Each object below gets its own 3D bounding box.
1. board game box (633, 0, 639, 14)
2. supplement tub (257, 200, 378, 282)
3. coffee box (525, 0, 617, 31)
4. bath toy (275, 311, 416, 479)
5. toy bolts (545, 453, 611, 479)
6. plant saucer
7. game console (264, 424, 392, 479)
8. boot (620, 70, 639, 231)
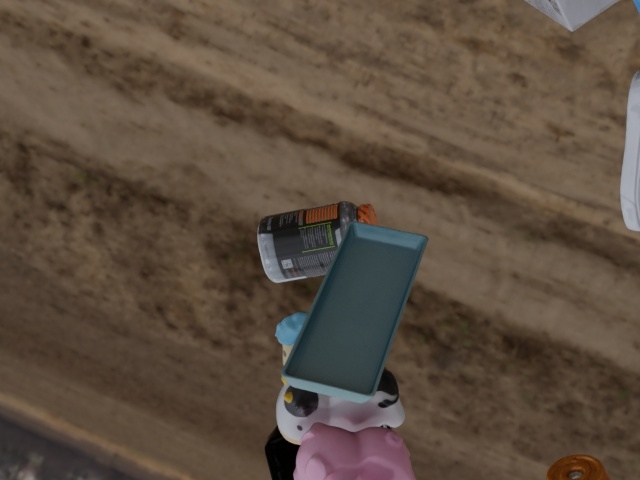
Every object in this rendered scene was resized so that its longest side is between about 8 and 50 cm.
[{"bbox_3d":[0.472,-0.141,1.213,0.086,0.301,0.308,-31,151,29],"label":"board game box"},{"bbox_3d":[0.000,0.000,1.888,0.191,0.117,0.117,-10,155,12],"label":"supplement tub"},{"bbox_3d":[0.479,-0.548,2.247,0.119,0.168,0.297,55,-178,-33],"label":"coffee box"},{"bbox_3d":[0.028,0.232,1.280,0.129,0.151,0.348,52,-166,-39],"label":"bath toy"},{"bbox_3d":[0.423,0.451,1.692,0.229,0.218,0.158,-1,119,34],"label":"toy bolts"},{"bbox_3d":[0.029,0.050,0.847,0.067,0.192,0.018,12,129,11],"label":"plant saucer"},{"bbox_3d":[0.042,0.435,1.806,0.213,0.361,0.044,-18,150,5],"label":"game console"},{"bbox_3d":[0.493,-0.114,1.575,0.123,0.095,0.258,13,132,27],"label":"boot"}]
